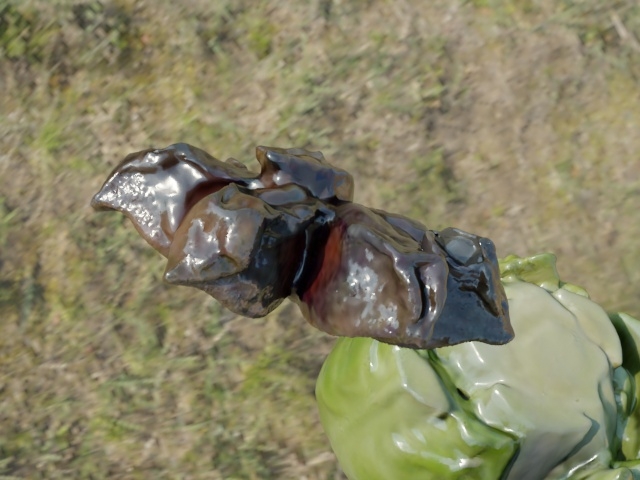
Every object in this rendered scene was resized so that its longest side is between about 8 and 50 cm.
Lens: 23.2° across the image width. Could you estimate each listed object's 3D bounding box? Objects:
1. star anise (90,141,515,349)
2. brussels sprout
[{"bbox_3d":[-0.006,-0.001,0.899,0.220,0.214,0.099,11,97,-45],"label":"star anise"},{"bbox_3d":[0.209,0.225,1.947,0.425,0.361,0.342,31,56,2],"label":"brussels sprout"}]
